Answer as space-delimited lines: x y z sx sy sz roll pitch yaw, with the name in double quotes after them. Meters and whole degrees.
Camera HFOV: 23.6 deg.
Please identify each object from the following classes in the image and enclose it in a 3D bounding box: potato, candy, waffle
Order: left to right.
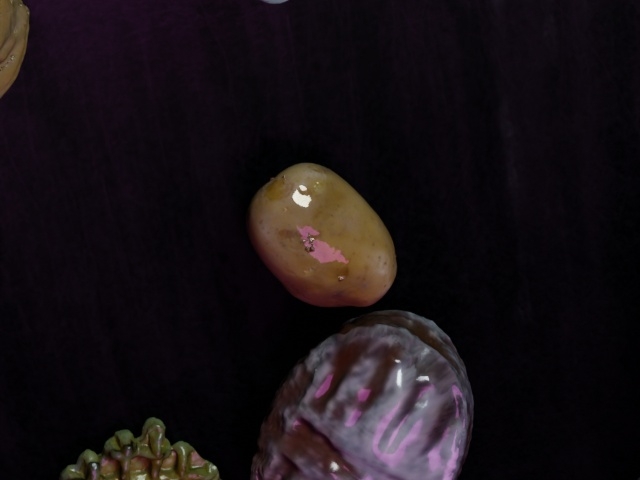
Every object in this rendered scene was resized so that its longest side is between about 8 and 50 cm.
-0.210 0.302 1.668 0.223 0.054 0.204 -40 122 5 "waffle"
0.000 0.000 1.531 0.118 0.109 0.178 -30 120 27 "potato"
0.043 0.216 1.617 0.214 0.157 0.289 26 99 5 "candy"

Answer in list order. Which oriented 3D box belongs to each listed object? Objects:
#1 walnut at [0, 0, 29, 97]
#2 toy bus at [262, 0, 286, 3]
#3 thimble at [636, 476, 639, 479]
-0.362 -0.170 1.275 0.245 0.198 0.198 -12 122 -19 "walnut"
-0.099 -0.319 1.284 0.133 0.164 0.276 -44 121 11 "toy bus"
0.491 0.368 1.860 0.236 0.172 0.205 2 121 -21 "thimble"
